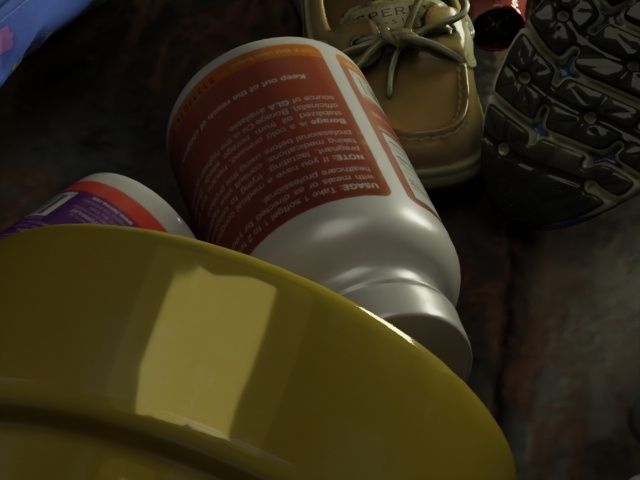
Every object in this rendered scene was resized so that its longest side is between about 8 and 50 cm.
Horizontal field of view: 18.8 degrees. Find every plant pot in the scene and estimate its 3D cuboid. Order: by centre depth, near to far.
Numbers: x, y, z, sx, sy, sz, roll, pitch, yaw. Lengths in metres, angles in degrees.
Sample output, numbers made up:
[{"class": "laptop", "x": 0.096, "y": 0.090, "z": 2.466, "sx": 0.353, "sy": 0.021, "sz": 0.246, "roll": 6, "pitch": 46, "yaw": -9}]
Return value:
[{"class": "plant pot", "x": -0.074, "y": 0.161, "z": 0.760, "sx": 0.254, "sy": 0.254, "sz": 0.239, "roll": 14, "pitch": 60, "yaw": 15}]

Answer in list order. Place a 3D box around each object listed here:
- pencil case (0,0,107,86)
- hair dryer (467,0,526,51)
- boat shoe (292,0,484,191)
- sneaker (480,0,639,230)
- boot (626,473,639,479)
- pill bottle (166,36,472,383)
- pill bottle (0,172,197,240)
[{"class": "pencil case", "x": -0.206, "y": -0.147, "z": 1.168, "sx": 0.133, "sy": 0.119, "sz": 0.306, "roll": -3, "pitch": 33, "yaw": 42}, {"class": "hair dryer", "x": 0.162, "y": -0.219, "z": 1.282, "sx": 0.223, "sy": 0.080, "sz": 0.293, "roll": 24, "pitch": 48, "yaw": 23}, {"class": "boat shoe", "x": 0.032, "y": -0.141, "z": 1.187, "sx": 0.104, "sy": 0.089, "sz": 0.285, "roll": -10, "pitch": 44, "yaw": -12}, {"class": "sneaker", "x": 0.216, "y": -0.121, "z": 1.152, "sx": 0.129, "sy": 0.147, "sz": 0.330, "roll": 38, "pitch": 71, "yaw": 16}, {"class": "boot", "x": 0.248, "y": 0.178, "z": 0.845, "sx": 0.176, "sy": 0.088, "sz": 0.244, "roll": -23, "pitch": 55, "yaw": -24}, {"class": "pill bottle", "x": 0.000, "y": 0.000, "z": 1.009, "sx": 0.121, "sy": 0.121, "sz": 0.216, "roll": -11, "pitch": 43, "yaw": -12}, {"class": "pill bottle", "x": -0.151, "y": 0.057, "z": 0.954, "sx": 0.108, "sy": 0.108, "sz": 0.193, "roll": 30, "pitch": 50, "yaw": 28}]
